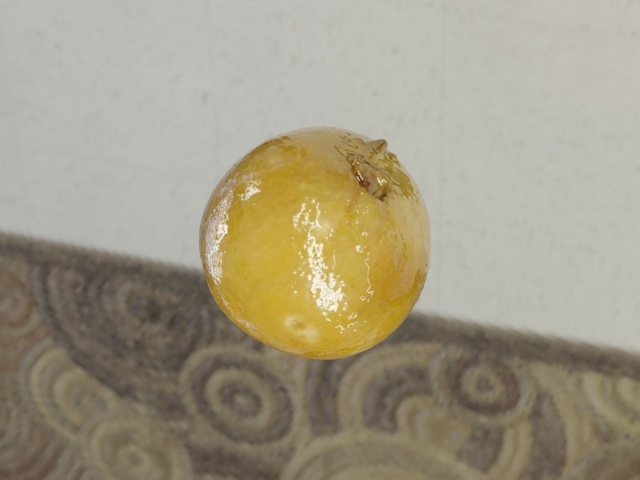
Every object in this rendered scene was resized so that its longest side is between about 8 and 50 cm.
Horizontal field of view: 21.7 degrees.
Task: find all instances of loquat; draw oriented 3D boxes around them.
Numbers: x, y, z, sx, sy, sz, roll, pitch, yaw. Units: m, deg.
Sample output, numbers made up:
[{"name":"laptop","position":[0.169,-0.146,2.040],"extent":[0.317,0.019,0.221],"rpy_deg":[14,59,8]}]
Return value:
[{"name":"loquat","position":[0.000,0.000,0.965],"extent":[0.141,0.141,0.141],"rpy_deg":[12,127,17]}]
